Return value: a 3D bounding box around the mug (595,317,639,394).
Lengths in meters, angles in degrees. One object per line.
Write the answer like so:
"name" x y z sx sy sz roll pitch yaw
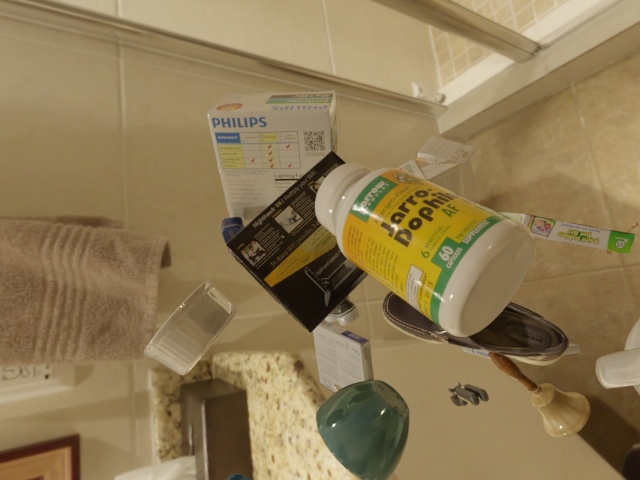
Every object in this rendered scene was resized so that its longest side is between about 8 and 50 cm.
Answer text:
"mug" 0.588 0.170 0.555 0.328 0.375 0.275 105 163 -68

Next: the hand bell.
"hand bell" 0.510 0.349 0.973 0.242 0.126 0.126 41 136 -1

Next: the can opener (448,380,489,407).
"can opener" 0.567 0.596 1.532 0.280 0.074 0.093 89 159 -73

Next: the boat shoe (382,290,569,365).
"boat shoe" 0.235 0.123 0.636 0.286 0.092 0.102 13 71 24

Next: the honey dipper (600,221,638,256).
"honey dipper" 1.011 -0.007 1.341 0.161 0.030 0.030 -39 43 -4

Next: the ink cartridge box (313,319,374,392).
"ink cartridge box" 0.100 0.543 1.768 0.324 0.072 0.329 13 116 50

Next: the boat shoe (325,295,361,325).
"boat shoe" 0.064 0.224 1.451 0.119 0.121 0.335 63 166 1

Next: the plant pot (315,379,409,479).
"plant pot" 0.159 0.549 1.229 0.195 0.290 0.290 -54 43 11

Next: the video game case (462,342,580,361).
"video game case" 0.811 0.443 1.644 0.300 0.330 0.036 146 119 -78

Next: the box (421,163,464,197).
"box" 0.490 -0.202 1.823 0.168 0.346 0.214 8 118 48

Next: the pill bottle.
"pill bottle" 0.091 -0.006 0.413 0.208 0.118 0.117 37 121 41

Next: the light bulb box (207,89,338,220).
"light bulb box" -0.125 -0.267 1.272 0.225 0.359 0.360 -81 -10 -55

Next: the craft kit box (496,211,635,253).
"craft kit box" 0.614 -0.027 1.048 0.250 0.247 0.060 -30 -47 -80

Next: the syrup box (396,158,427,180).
"syrup box" 0.204 -0.138 1.199 0.237 0.096 0.093 -29 75 17

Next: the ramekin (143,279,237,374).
"ramekin" -0.374 0.264 1.193 0.135 0.277 0.277 40 137 -3

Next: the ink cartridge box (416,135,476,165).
"ink cartridge box" 0.477 -0.328 1.507 0.180 0.145 0.045 26 139 22

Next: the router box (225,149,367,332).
"router box" 0.000 0.000 0.836 0.243 0.309 0.081 45 167 6

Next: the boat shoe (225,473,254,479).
"boat shoe" -0.128 0.626 0.872 0.089 0.258 0.109 -45 4 9

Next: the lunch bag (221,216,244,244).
"lunch bag" -0.272 -0.018 1.255 0.098 0.067 0.065 80 -179 -45
